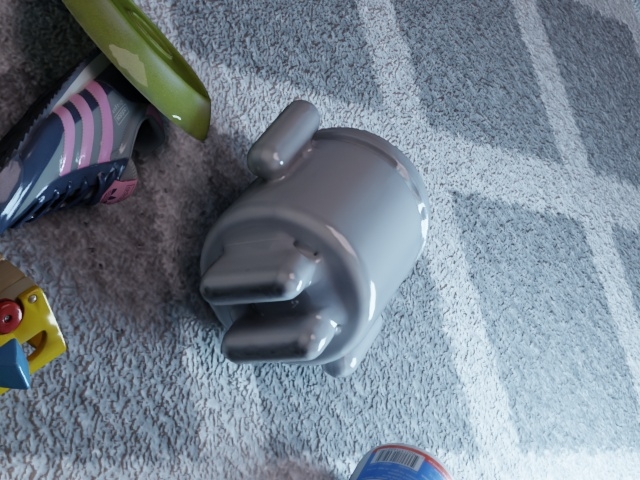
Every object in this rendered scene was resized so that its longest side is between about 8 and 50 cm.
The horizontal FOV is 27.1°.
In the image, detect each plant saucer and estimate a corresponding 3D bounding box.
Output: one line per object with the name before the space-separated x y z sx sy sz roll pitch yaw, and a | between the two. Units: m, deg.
plant saucer | -0.191 -0.207 1.402 0.241 0.037 0.241 48 7 -8

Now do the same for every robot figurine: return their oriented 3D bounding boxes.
robot figurine | 0.000 0.000 1.464 0.353 0.200 0.300 -50 131 -54

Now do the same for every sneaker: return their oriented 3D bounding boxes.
sneaker | -0.240 -0.071 1.283 0.131 0.112 0.319 47 38 -16

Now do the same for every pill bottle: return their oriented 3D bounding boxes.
pill bottle | 0.058 0.323 1.389 0.124 0.124 0.221 54 36 -12

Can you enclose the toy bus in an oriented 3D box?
toy bus | -0.308 0.100 1.079 0.191 0.202 0.104 -82 163 -49
